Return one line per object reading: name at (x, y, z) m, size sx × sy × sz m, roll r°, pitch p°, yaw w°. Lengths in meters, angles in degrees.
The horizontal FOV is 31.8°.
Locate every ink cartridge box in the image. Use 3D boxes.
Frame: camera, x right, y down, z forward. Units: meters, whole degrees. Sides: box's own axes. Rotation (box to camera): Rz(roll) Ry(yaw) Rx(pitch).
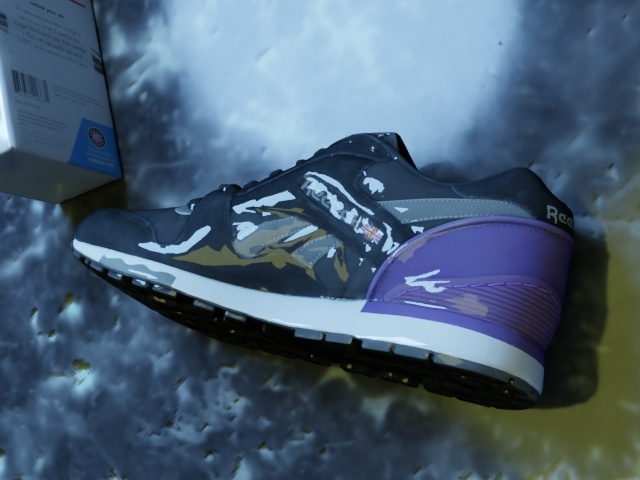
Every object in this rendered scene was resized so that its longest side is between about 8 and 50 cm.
ink cartridge box at (-0.196, -0.122, 0.720) m, size 0.060 × 0.104 × 0.180 m, roll -20°, pitch 74°, yaw 25°

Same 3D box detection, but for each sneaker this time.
sneaker at (0.000, 0.000, 0.618) m, size 0.283 × 0.107 × 0.124 m, roll 12°, pitch 74°, yaw 25°
